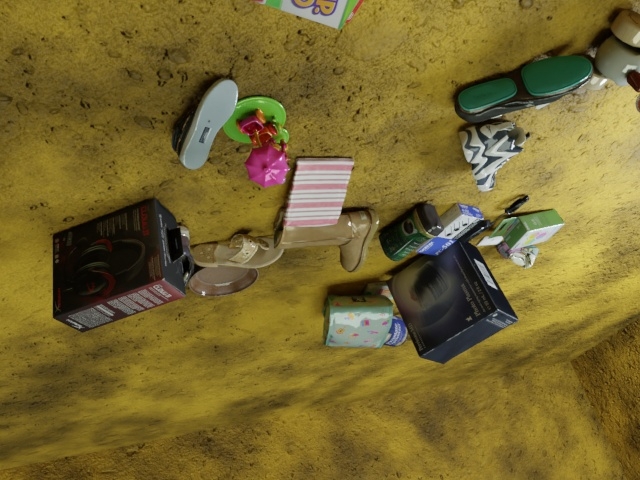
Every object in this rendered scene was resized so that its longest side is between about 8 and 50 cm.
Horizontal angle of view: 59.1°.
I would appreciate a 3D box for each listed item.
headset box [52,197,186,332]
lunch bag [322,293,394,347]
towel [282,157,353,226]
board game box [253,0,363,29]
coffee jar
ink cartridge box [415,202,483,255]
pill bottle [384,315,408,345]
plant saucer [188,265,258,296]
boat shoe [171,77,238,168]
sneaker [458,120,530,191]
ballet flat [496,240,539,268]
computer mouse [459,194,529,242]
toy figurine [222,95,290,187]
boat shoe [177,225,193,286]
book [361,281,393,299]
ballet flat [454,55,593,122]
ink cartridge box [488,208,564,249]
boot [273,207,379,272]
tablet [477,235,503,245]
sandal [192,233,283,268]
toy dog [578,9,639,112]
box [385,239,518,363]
[{"bbox_3d":[-0.441,0.051,1.270,0.293,0.218,0.110,-19,150,7],"label":"headset box"},{"bbox_3d":[0.124,0.269,1.942,0.223,0.160,0.262,2,153,-4],"label":"lunch bag"},{"bbox_3d":[-0.009,-0.115,1.352,0.144,0.029,0.197,-3,129,-23],"label":"towel"},{"bbox_3d":[-0.029,-0.412,0.875,0.259,0.039,0.124,2,147,-34],"label":"board game box"},{"bbox_3d":[0.260,-0.023,1.606,0.079,0.096,0.184,13,140,-45],"label":"coffee jar"},{"bbox_3d":[0.381,-0.031,1.703,0.097,0.046,0.207,9,142,-34],"label":"ink cartridge box"},{"bbox_3d":[0.235,0.341,2.187,0.123,0.122,0.219,-36,145,31],"label":"pill bottle"},{"bbox_3d":[-0.278,0.100,1.616,0.199,0.036,0.198,-13,151,-7],"label":"plant saucer"},{"bbox_3d":[-0.226,-0.230,1.062,0.065,0.083,0.183,17,110,-45],"label":"boat shoe"},{"bbox_3d":[0.438,-0.210,1.376,0.153,0.094,0.235,-17,141,20],"label":"sneaker"},{"bbox_3d":[0.698,0.055,1.969,0.222,0.079,0.077,11,140,-39],"label":"ballet flat"},{"bbox_3d":[0.523,-0.071,1.719,0.242,0.041,0.071,-35,163,17],"label":"computer mouse"},{"bbox_3d":[-0.106,-0.170,1.117,0.130,0.159,0.173,-24,150,15],"label":"toy figurine"},{"bbox_3d":[-0.379,0.072,1.461,0.103,0.092,0.285,-3,148,-21],"label":"boat shoe"},{"bbox_3d":[0.224,0.175,1.995,0.144,0.035,0.096,-5,147,-14],"label":"book"},{"bbox_3d":[0.426,-0.318,1.206,0.281,0.095,0.096,-12,162,14],"label":"ballet flat"},{"bbox_3d":[0.654,-0.030,1.797,0.209,0.062,0.109,-11,151,-21],"label":"ink cartridge box"},{"bbox_3d":[0.000,0.000,1.531,0.270,0.089,0.236,-3,132,-23],"label":"boot"},{"bbox_3d":[0.571,0.001,1.889,0.083,0.006,0.054,-4,148,-21],"label":"tablet"},{"bbox_3d":[-0.212,0.022,1.463,0.240,0.088,0.079,-5,155,-9],"label":"sandal"},{"bbox_3d":[0.704,-0.362,1.180,0.334,0.161,0.220,-12,150,-7],"label":"toy dog"},{"bbox_3d":[0.413,0.193,1.817,0.294,0.296,0.183,-39,143,23],"label":"box"}]
